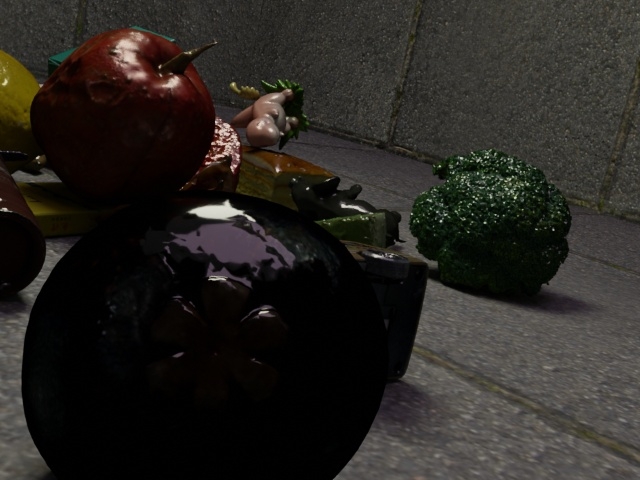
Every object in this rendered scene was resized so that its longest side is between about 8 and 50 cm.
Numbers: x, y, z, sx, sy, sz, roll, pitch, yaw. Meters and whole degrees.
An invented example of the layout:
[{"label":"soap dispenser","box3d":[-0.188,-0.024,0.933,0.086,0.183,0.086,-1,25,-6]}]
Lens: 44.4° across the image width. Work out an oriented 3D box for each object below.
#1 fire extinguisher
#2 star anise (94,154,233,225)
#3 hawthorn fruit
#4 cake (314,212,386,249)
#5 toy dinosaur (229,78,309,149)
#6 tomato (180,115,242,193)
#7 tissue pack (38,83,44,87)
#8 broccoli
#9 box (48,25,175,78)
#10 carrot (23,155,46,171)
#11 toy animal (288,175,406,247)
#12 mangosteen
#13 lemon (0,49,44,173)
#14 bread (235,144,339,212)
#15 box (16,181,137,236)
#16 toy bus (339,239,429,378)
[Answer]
[{"label":"fire extinguisher","box3d":[-0.386,-0.058,0.899,0.138,0.102,0.344,-3,27,-31]},{"label":"star anise","box3d":[-0.198,-0.030,1.062,0.196,0.111,0.212,-3,36,27]},{"label":"hawthorn fruit","box3d":[-0.282,-0.176,1.130,0.258,0.258,0.262,9,-24,-16]},{"label":"cake","box3d":[-0.014,-0.015,1.203,0.235,0.099,0.100,14,10,11]},{"label":"toy dinosaur","box3d":[-0.115,-0.236,1.636,0.194,0.152,0.177,26,43,35]},{"label":"tomato","box3d":[-0.240,-0.118,1.359,0.200,0.140,0.233,6,48,-8]},{"label":"tissue pack","box3d":[-0.421,-0.205,1.523,0.271,0.124,0.201,30,20,25]},{"label":"broccoli","box3d":[0.281,-0.021,1.307,0.269,0.262,0.242,14,-27,-8]},{"label":"box","box3d":[-0.357,-0.262,1.356,0.092,0.153,0.245,22,34,13]},{"label":"carrot","box3d":[-0.608,-0.192,1.517,0.070,0.070,0.342,0,23,-44]},{"label":"toy animal","box3d":[0.043,-0.060,1.416,0.244,0.115,0.146,15,12,15]},{"label":"mangosteen","box3d":[-0.073,0.076,0.496,0.242,0.243,0.243,12,12,-3]},{"label":"lemon","box3d":[-0.565,-0.205,1.221,0.263,0.236,0.236,-11,20,-19]},{"label":"bread","box3d":[-0.098,-0.134,1.628,0.184,0.111,0.234,2,15,-43]},{"label":"box","box3d":[-0.393,-0.047,1.105,0.153,0.041,0.279,20,15,28]},{"label":"toy bus","box3d":[-0.042,0.059,0.741,0.289,0.140,0.157,3,11,-40]}]
